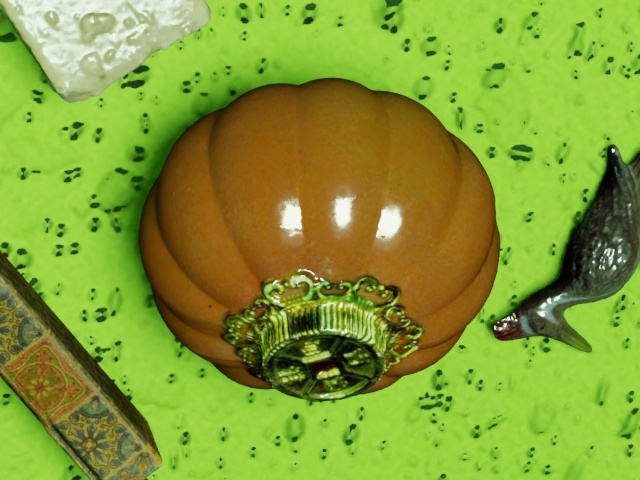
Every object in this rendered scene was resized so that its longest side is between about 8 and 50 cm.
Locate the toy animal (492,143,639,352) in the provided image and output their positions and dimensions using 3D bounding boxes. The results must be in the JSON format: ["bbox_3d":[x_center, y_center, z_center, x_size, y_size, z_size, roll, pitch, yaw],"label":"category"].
[{"bbox_3d":[0.198,0.003,1.308,0.202,0.070,0.105,-41,97,1],"label":"toy animal"}]

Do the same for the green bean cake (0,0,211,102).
[{"bbox_3d":[-0.156,-0.182,1.147,0.109,0.085,0.179,-32,110,-4],"label":"green bean cake"}]

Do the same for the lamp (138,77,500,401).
[{"bbox_3d":[0.000,0.000,1.176,0.223,0.197,0.223,0,140,0],"label":"lamp"}]

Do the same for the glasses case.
[{"bbox_3d":[-0.187,0.065,1.206,0.049,0.075,0.218,-38,110,0],"label":"glasses case"}]
